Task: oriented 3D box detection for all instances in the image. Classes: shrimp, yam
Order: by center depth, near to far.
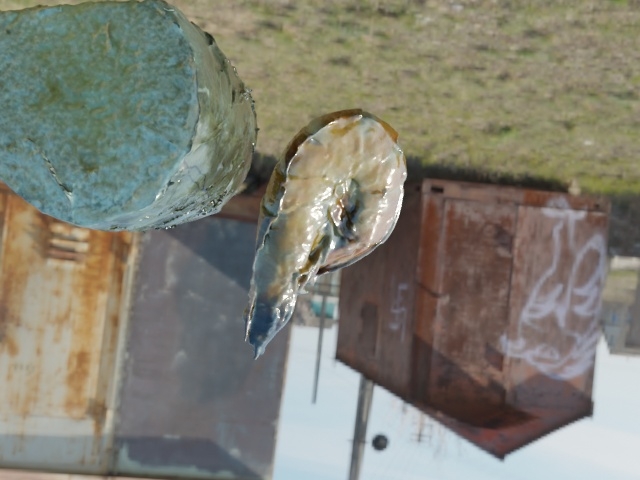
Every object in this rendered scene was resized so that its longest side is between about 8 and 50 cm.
[{"bbox_3d":[-0.170,-0.104,0.813,0.202,0.201,0.271,-2,-173,8],"label":"yam"},{"bbox_3d":[0.000,0.000,0.975,0.164,0.317,0.062,13,-157,-23],"label":"shrimp"}]
